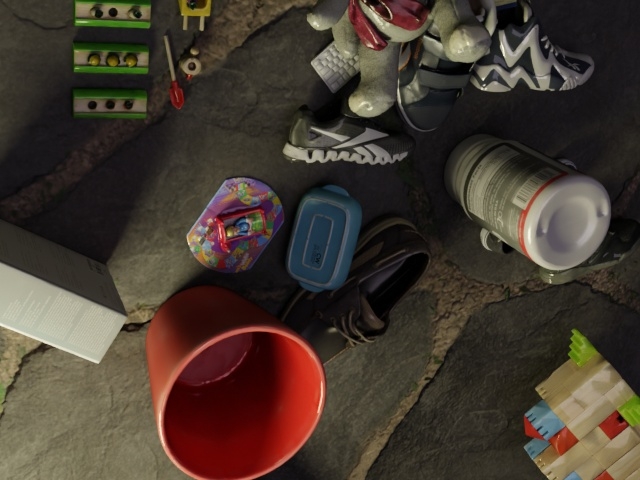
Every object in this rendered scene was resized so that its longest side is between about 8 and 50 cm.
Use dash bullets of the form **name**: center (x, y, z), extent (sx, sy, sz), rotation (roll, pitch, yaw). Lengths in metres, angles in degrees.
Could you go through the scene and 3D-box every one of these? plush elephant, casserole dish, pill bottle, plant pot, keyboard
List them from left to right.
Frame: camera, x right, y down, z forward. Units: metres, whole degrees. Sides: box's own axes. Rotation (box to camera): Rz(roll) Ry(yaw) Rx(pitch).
- **plant pot**: center (-0.159, 0.206, 1.513), extent (0.275, 0.243, 0.274), rotation (-10, 115, -21)
- **casserole dish**: center (0.000, 0.000, 1.578), extent (0.114, 0.037, 0.188), rotation (18, 105, 15)
- **plush elephant**: center (0.059, -0.376, 1.354), extent (0.256, 0.272, 0.329), rotation (5, 78, -38)
- **keyboard**: center (0.096, -0.346, 1.525), extent (0.256, 0.014, 0.072), rotation (-42, 122, -2)
- **pill bottle**: center (0.337, -0.075, 1.593), extent (0.161, 0.283, 0.161), rotation (-10, 115, -21)

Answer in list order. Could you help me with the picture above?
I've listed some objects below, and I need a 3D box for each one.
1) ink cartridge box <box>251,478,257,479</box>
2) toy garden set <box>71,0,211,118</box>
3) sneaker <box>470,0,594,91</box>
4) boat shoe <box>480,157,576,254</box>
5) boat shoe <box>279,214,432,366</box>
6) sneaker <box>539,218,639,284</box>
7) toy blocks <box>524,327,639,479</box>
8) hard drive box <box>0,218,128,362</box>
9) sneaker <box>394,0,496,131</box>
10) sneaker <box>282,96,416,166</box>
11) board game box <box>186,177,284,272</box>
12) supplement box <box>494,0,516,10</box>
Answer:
- **ink cartridge box**: center (-0.179, 0.556, 1.748), extent (0.235, 0.088, 0.193), rotation (-40, 121, -5)
- **toy garden set**: center (-0.251, -0.292, 1.369), extent (0.204, 0.049, 0.244), rotation (-3, 113, -23)
- **sneaker**: center (0.369, -0.340, 1.604), extent (0.235, 0.094, 0.153), rotation (-4, 122, -12)
- **boat shoe**: center (0.398, -0.058, 1.750), extent (0.228, 0.076, 0.080), rotation (-39, 122, -4)
- **boat shoe**: center (0.052, 0.111, 1.634), extent (0.132, 0.130, 0.355), rotation (38, 93, -32)
- **sneaker**: center (0.522, -0.011, 1.821), extent (0.228, 0.087, 0.130), rotation (-20, 125, -10)
- **toy blocks**: center (0.540, 0.401, 1.911), extent (0.261, 0.190, 0.381), rotation (-41, 110, 5)
- **hard drive box**: center (-0.415, 0.062, 1.372), extent (0.232, 0.181, 0.089), rotation (29, 99, -30)
- **sneaker**: center (0.196, -0.314, 1.513), extent (0.126, 0.127, 0.321), rotation (-11, 120, -25)
- **sneaker**: center (0.056, -0.180, 1.541), extent (0.234, 0.078, 0.106), rotation (-2, 115, -22)
- **board game box**: center (-0.132, -0.017, 1.553), extent (0.133, 0.033, 0.168), rotation (33, 96, -31)
- **supplement box**: center (0.270, -0.420, 1.531), extent (0.056, 0.083, 0.083), rotation (-17, 116, -18)
